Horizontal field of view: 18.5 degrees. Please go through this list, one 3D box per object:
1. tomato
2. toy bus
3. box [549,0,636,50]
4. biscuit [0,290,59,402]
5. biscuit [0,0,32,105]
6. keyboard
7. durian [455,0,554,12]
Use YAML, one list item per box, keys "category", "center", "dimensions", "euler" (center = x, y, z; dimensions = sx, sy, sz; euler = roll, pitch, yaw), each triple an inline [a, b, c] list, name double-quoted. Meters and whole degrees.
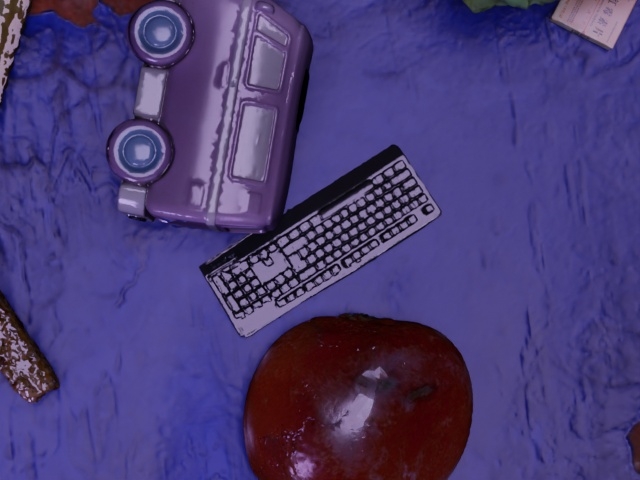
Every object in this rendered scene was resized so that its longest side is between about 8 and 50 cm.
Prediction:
- category: "tomato"
  center: [0.035, 0.144, 1.577]
  dimensions: [0.189, 0.099, 0.173]
  euler: [7, 85, -5]
- category: "toy bus"
  center: [-0.085, -0.108, 1.563]
  dimensions: [0.142, 0.142, 0.202]
  euler: [9, 88, 3]
- category: "box"
  center: [0.238, -0.213, 1.647]
  dimensions: [0.058, 0.015, 0.093]
  euler: [27, 87, 0]
- category: "biscuit"
  center: [-0.276, 0.043, 1.581]
  dimensions: [0.034, 0.064, 0.199]
  euler: [-34, 90, -4]
- category: "biscuit"
  center: [-0.329, -0.179, 1.605]
  dimensions: [0.172, 0.029, 0.254]
  euler: [16, 87, -2]
- category: "keyboard"
  center: [0.000, 0.000, 1.623]
  dimensions: [0.196, 0.015, 0.074]
  euler: [-32, 89, -5]
- category: "durian"
  center: [0.169, -0.315, 1.565]
  dimensions: [0.340, 0.204, 0.256]
  euler: [-10, 96, -11]
